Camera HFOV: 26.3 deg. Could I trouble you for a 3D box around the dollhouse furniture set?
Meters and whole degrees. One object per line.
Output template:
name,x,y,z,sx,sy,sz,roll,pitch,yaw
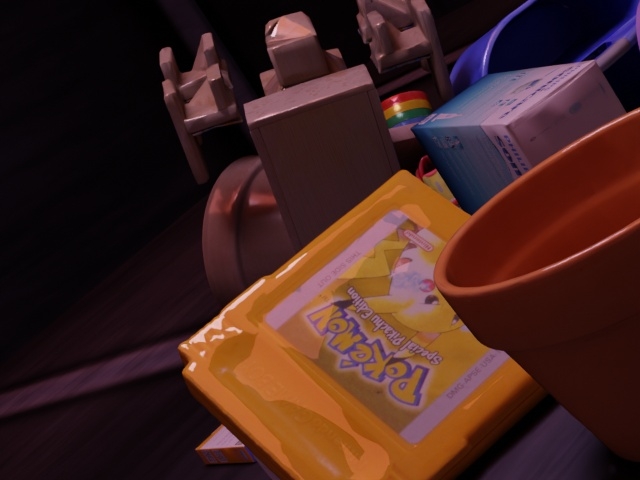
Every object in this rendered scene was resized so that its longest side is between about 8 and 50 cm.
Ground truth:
dollhouse furniture set,0.004,-0.137,1.799,0.362,0.256,0.394,-18,27,1

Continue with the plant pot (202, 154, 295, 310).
plant pot,0.000,0.000,1.933,0.229,0.263,0.263,-5,26,30

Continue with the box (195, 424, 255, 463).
box,-0.086,0.235,1.654,0.081,0.028,0.136,-41,16,-32

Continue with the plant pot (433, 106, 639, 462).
plant pot,0.265,0.035,1.080,0.291,0.203,0.291,-33,12,8

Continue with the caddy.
caddy,0.338,-0.222,1.841,0.341,0.241,0.179,-39,9,-23

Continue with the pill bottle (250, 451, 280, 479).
pill bottle,0.038,0.155,1.385,0.229,0.131,0.131,-38,12,-20

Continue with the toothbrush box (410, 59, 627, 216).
toothbrush box,0.249,-0.074,1.532,0.126,0.216,0.295,-36,11,-9

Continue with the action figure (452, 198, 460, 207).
action figure,0.244,-0.069,1.967,0.115,0.030,0.038,-15,23,23

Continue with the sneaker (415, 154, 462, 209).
sneaker,0.185,-0.095,2.089,0.081,0.094,0.208,-33,11,5

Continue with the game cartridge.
game cartridge,0.062,0.101,1.306,0.324,0.052,0.285,-38,56,-22

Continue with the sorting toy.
sorting toy,0.071,-0.140,2.160,0.255,0.089,0.257,-14,-18,-14

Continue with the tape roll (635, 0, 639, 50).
tape roll,0.468,-0.232,1.650,0.080,0.189,0.189,-23,15,43
